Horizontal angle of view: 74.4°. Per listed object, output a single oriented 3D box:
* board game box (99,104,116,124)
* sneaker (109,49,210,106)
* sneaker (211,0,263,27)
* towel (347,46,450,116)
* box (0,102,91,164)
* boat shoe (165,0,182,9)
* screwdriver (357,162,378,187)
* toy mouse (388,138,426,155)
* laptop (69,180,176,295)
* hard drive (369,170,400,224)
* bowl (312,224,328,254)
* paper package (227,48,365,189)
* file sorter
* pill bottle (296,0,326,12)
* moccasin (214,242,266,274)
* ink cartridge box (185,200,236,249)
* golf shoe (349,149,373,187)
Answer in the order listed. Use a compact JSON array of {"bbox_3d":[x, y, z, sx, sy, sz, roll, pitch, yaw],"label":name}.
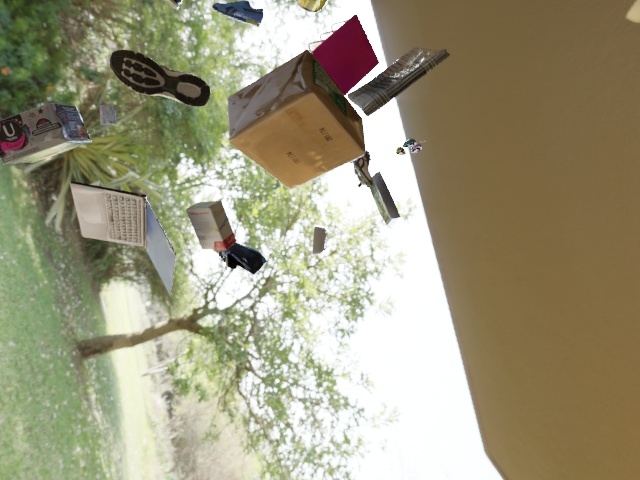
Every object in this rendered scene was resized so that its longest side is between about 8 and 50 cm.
[{"bbox_3d":[-1.036,-0.612,2.058,0.090,0.020,0.090,-50,150,-69],"label":"board game box"},{"bbox_3d":[-0.696,-0.700,1.837,0.158,0.410,0.182,-66,-150,15],"label":"sneaker"},{"bbox_3d":[-0.326,-0.921,1.682,0.069,0.209,0.082,-68,176,-73],"label":"sneaker"},{"bbox_3d":[0.241,-0.546,1.409,0.056,0.312,0.324,50,12,-23],"label":"towel"},{"bbox_3d":[-0.986,-0.376,1.485,0.163,0.247,0.142,-88,159,-77],"label":"box"},{"bbox_3d":[-0.389,-0.645,1.029,0.228,0.068,0.081,51,4,27],"label":"boat shoe"},{"bbox_3d":[0.261,-0.353,2.294,0.025,0.170,0.024,43,11,-8],"label":"screwdriver"},{"bbox_3d":[0.401,-0.417,1.856,0.143,0.161,0.031,-25,-111,45],"label":"toy mouse"},{"bbox_3d":[-0.767,0.010,1.656,0.382,0.408,0.236,123,-28,-52],"label":"laptop"},{"bbox_3d":[0.313,-0.203,2.100,0.172,0.054,0.255,102,-34,-78],"label":"hard drive"},{"bbox_3d":[0.000,0.000,2.012,0.142,0.053,0.142,-30,126,-79],"label":"bowl"},{"bbox_3d":[-0.064,-0.334,1.249,0.325,0.309,0.168,33,42,-51],"label":"paper package"},{"bbox_3d":[0.040,-0.685,1.637,0.182,0.291,0.202,22,-26,53],"label":"file sorter"},{"bbox_3d":[-0.004,-0.761,1.225,0.184,0.103,0.103,-22,-95,68],"label":"pill bottle"},{"bbox_3d":[-0.413,0.075,1.998,0.342,0.117,0.138,12,-28,39],"label":"moccasin"},{"bbox_3d":[-0.406,-0.056,1.576,0.127,0.072,0.175,0,-62,30],"label":"ink cartridge box"},{"bbox_3d":[0.202,-0.378,2.039,0.105,0.120,0.273,79,-14,-63],"label":"golf shoe"}]
